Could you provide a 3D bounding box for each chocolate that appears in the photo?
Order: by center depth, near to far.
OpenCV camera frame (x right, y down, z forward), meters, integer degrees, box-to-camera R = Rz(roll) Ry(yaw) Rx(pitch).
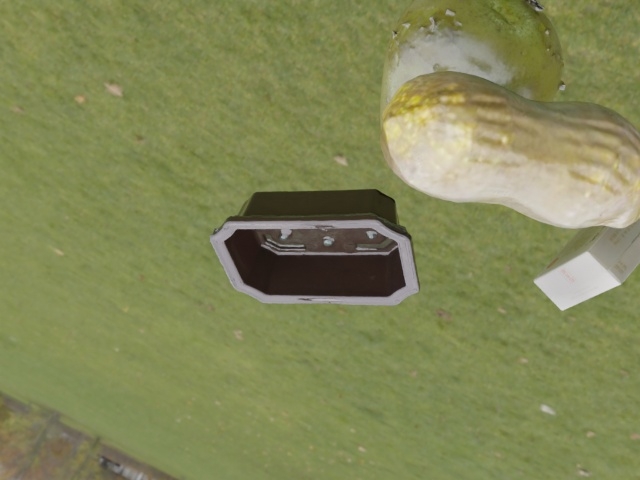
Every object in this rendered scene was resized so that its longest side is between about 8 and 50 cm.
[{"bbox_3d":[0.200,-0.087,0.776,0.309,0.134,0.134,12,164,-19],"label":"chocolate"}]

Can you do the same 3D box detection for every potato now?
[{"bbox_3d":[0.227,-0.232,1.240,0.270,0.219,0.359,8,146,-1],"label":"potato"}]

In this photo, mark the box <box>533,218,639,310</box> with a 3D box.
[{"bbox_3d":[0.382,-0.008,1.022,0.058,0.201,0.141,47,156,4],"label":"box"}]

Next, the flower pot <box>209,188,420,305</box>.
[{"bbox_3d":[0.000,0.000,1.005,0.251,0.084,0.179,0,143,15],"label":"flower pot"}]
